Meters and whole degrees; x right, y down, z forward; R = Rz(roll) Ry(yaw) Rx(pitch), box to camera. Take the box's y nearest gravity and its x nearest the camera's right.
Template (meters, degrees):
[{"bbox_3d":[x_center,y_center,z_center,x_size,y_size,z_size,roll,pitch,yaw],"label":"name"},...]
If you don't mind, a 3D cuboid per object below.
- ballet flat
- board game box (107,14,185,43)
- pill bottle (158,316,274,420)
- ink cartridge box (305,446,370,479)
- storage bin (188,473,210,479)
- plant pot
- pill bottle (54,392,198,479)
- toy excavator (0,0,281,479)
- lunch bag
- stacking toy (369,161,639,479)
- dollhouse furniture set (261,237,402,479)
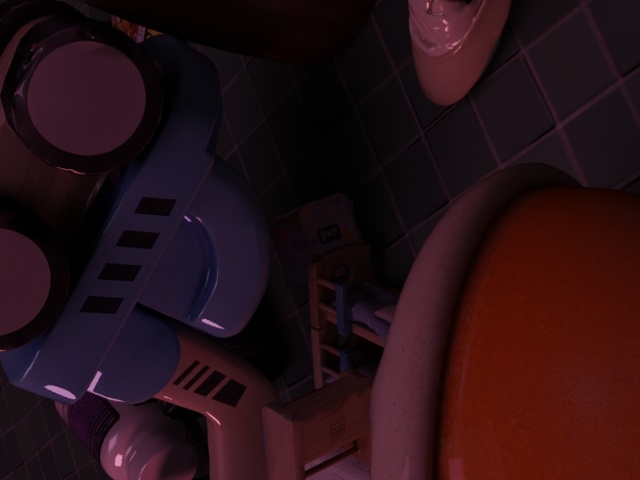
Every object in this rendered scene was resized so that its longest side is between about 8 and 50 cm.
[{"bbox_3d":[0.107,-0.205,0.762,0.086,0.086,0.248,50,133,33],"label":"ballet flat"},{"bbox_3d":[-0.197,-0.238,1.183,0.136,0.030,0.259,40,127,37],"label":"board game box"},{"bbox_3d":[-0.142,0.066,1.097,0.123,0.123,0.219,-44,63,46],"label":"pill bottle"},{"bbox_3d":[0.061,0.290,0.962,0.181,0.056,0.224,14,126,50],"label":"ink cartridge box"},{"bbox_3d":[-0.091,0.343,1.120,0.122,0.084,0.180,-47,60,45],"label":"storage bin"},{"bbox_3d":[-0.101,-0.255,0.894,0.215,0.231,0.215,15,109,50],"label":"plant pot"},{"bbox_3d":[-0.229,0.221,1.249,0.193,0.108,0.108,36,124,43],"label":"pill bottle"},{"bbox_3d":[-0.138,0.070,0.889,0.432,0.445,0.222,-62,29,3],"label":"toy excavator"},{"bbox_3d":[0.000,0.000,0.962,0.083,0.053,0.071,-20,81,37],"label":"lunch bag"},{"bbox_3d":[0.295,0.117,0.480,0.480,0.351,0.350,-5,93,34],"label":"stacking toy"},{"bbox_3d":[0.010,0.096,0.845,0.129,0.184,0.128,21,123,47],"label":"dollhouse furniture set"}]
